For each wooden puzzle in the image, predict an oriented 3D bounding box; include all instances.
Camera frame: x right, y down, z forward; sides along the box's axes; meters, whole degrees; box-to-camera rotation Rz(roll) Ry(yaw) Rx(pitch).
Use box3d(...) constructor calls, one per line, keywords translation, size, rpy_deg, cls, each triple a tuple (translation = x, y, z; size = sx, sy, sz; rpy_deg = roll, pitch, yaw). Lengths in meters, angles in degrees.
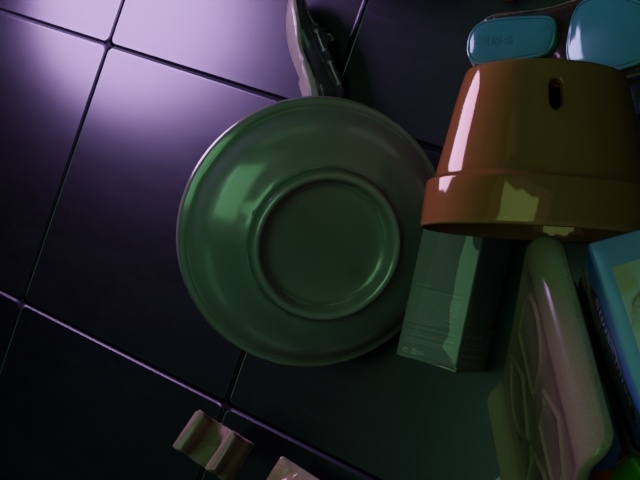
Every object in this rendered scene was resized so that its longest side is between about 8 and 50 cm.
box3d(translation=(0.295, 0.219, 1.489), size=(0.080, 0.348, 0.322), rpy_deg=(0, 48, -6), cls="wooden puzzle")

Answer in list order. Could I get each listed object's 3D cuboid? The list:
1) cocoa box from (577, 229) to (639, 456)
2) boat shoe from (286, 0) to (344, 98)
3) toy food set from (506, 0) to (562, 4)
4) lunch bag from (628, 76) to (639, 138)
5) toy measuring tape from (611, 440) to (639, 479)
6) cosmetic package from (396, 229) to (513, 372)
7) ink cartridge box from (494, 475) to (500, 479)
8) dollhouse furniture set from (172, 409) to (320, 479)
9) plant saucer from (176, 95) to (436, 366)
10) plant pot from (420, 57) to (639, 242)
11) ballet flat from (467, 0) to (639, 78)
box3d(translation=(0.500, 0.088, 1.387), size=(0.347, 0.228, 0.231), rpy_deg=(-16, 73, 5), cls="cocoa box")
box3d(translation=(-0.010, -0.308, 1.929), size=(0.065, 0.075, 0.206), rpy_deg=(-7, 68, -14), cls="boat shoe")
box3d(translation=(0.340, -0.356, 1.686), size=(0.232, 0.104, 0.111), rpy_deg=(38, 102, 29), cls="toy food set")
box3d(translation=(0.396, -0.189, 1.637), size=(0.129, 0.096, 0.151), rpy_deg=(-8, 49, 29), cls="lunch bag")
box3d(translation=(0.372, 0.357, 1.584), size=(0.330, 0.121, 0.121), rpy_deg=(-52, 59, 40), cls="toy measuring tape")
box3d(translation=(0.196, 0.061, 1.699), size=(0.107, 0.127, 0.238), rpy_deg=(15, 92, 29), cls="cosmetic package")
box3d(translation=(0.277, 0.340, 1.664), size=(0.083, 0.028, 0.048), rpy_deg=(-44, 63, 19), cls="ink cartridge box")
box3d(translation=(-0.108, 0.525, 1.782), size=(0.362, 0.256, 0.394), rpy_deg=(29, 79, 23), cls="dollhouse furniture set")
box3d(translation=(0.000, 0.000, 1.691), size=(0.400, 0.400, 0.100), rpy_deg=(-64, 17, 7), cls="plant saucer")
box3d(translation=(0.275, -0.107, 1.488), size=(0.291, 0.291, 0.203), rpy_deg=(1, 86, 31), cls="plant pot")
box3d(translation=(0.352, -0.263, 1.603), size=(0.348, 0.123, 0.123), rpy_deg=(7, 86, 51), cls="ballet flat")
